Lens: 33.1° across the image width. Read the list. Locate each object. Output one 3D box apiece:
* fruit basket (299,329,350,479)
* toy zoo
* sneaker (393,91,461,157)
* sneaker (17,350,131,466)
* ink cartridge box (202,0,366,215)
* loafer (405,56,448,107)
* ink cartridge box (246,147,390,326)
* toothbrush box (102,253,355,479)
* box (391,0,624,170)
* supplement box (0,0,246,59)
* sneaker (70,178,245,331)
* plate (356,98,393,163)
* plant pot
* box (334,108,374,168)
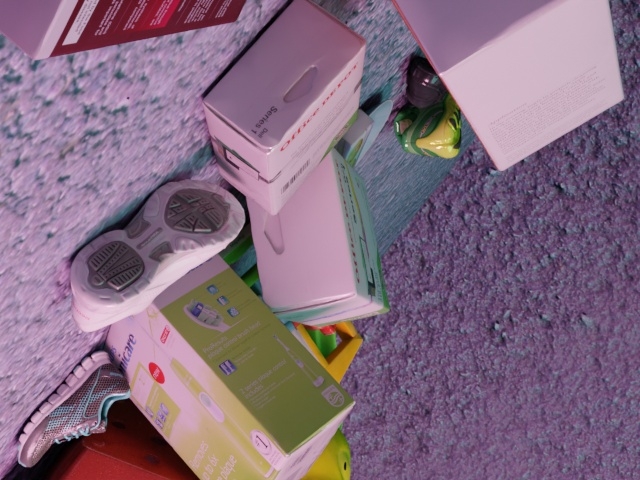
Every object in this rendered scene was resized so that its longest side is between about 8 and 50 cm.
[{"bbox_3d":[-0.048,0.290,1.664,0.283,0.392,0.392,-40,166,-30],"label":"fruit basket"},{"bbox_3d":[-0.050,0.118,1.526,0.030,0.293,0.192,-21,-163,46],"label":"toy zoo"},{"bbox_3d":[0.198,-0.229,1.992,0.295,0.124,0.109,-68,155,-69],"label":"sneaker"},{"bbox_3d":[-0.297,0.216,1.311,0.166,0.076,0.065,-50,170,-9],"label":"sneaker"},{"bbox_3d":[-0.036,-0.138,1.156,0.160,0.092,0.219,-50,171,-13],"label":"ink cartridge box"},{"bbox_3d":[0.181,-0.260,1.813,0.078,0.076,0.223,-61,173,9],"label":"loafer"},{"bbox_3d":[0.000,0.000,1.414,0.117,0.201,0.278,-12,170,10],"label":"ink cartridge box"},{"bbox_3d":[-0.121,0.170,1.305,0.122,0.283,0.206,-31,161,-37],"label":"toothbrush box"},{"bbox_3d":[0.178,-0.238,1.110,0.168,0.215,0.345,-31,161,10],"label":"box"},{"bbox_3d":[-0.103,-0.195,0.665,0.130,0.073,0.239,-55,170,26],"label":"supplement box"},{"bbox_3d":[-0.179,0.017,1.138,0.232,0.090,0.115,-33,168,-39],"label":"sneaker"},{"bbox_3d":[0.051,-0.157,1.745,0.188,0.024,0.188,-51,171,-11],"label":"plate"},{"bbox_3d":[-0.255,0.361,1.431,0.267,0.267,0.235,-90,-156,-76],"label":"plant pot"},{"bbox_3d":[0.000,-0.088,1.636,0.067,0.063,0.324,-45,169,-33],"label":"box"}]
